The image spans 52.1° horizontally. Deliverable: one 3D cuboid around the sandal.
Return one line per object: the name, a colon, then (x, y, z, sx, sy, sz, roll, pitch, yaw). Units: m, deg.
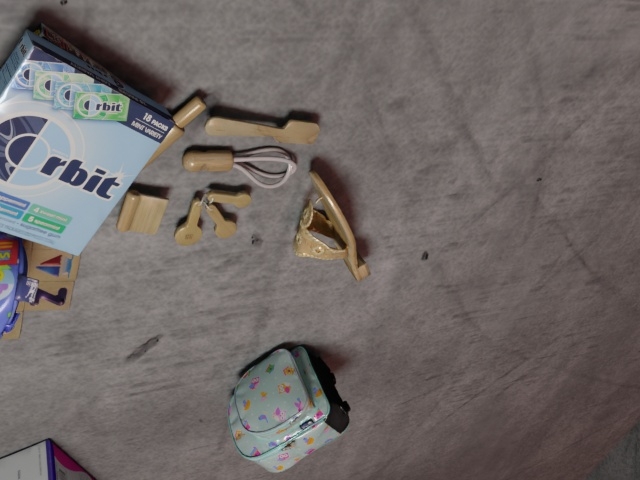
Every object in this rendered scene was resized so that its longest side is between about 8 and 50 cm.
sandal: (0.003, 0.004, 0.903, 0.079, 0.088, 0.240, -32, 145, -2)

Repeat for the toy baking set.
toy baking set: (-0.133, -0.087, 0.784, 0.256, 0.030, 0.197, -40, 141, 17)

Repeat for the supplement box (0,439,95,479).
supplement box: (-0.461, 0.450, 1.118, 0.114, 0.111, 0.220, -21, 139, -5)

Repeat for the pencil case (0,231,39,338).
pencil case: (-0.454, 0.042, 0.656, 0.306, 0.133, 0.119, 3, 157, -29)

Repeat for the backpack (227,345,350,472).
backpack: (-0.068, 0.289, 1.109, 0.188, 0.166, 0.144, -41, 136, 12)

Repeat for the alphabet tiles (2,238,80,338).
alphabet tiles: (-0.455, 0.024, 0.745, 0.342, 0.011, 0.285, 2, 133, -29)

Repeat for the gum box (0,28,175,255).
gum box: (-0.260, -0.085, 0.641, 0.184, 0.041, 0.157, -50, 138, 14)

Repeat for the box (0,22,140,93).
box: (-0.251, -0.140, 0.661, 0.094, 0.027, 0.137, -38, 139, 15)
